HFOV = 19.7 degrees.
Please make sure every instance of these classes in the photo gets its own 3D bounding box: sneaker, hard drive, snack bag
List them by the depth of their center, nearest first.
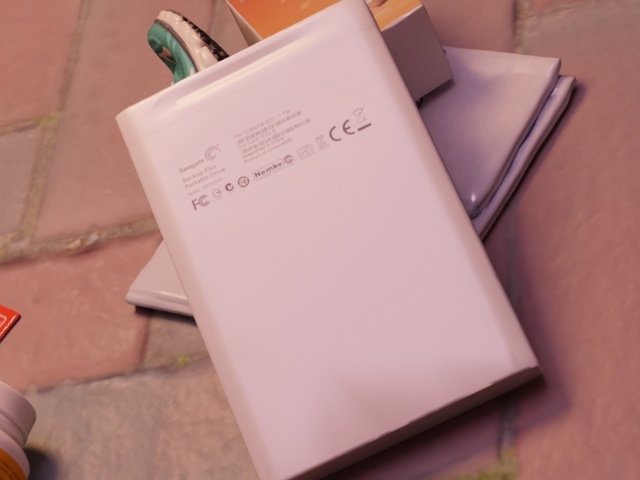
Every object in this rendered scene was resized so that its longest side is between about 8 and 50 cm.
[{"bbox_3d":[0.000,0.000,1.483,0.233,0.047,0.353,-26,67,5],"label":"hard drive"},{"bbox_3d":[0.014,-0.048,1.623,0.323,0.037,0.342,13,59,35],"label":"snack bag"},{"bbox_3d":[-0.108,-0.108,1.645,0.110,0.107,0.275,-37,46,9],"label":"sneaker"}]

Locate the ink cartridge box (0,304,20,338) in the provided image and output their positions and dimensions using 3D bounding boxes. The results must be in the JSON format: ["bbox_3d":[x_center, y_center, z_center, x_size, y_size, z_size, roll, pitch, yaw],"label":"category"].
[{"bbox_3d":[-0.448,0.120,1.702,0.239,0.060,0.275,18,61,39],"label":"ink cartridge box"}]

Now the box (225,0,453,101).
[{"bbox_3d":[0.015,-0.182,1.654,0.130,0.091,0.170,-34,42,-6],"label":"box"}]

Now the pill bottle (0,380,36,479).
[{"bbox_3d":[-0.314,0.216,1.501,0.117,0.117,0.215,4,53,30],"label":"pill bottle"}]
